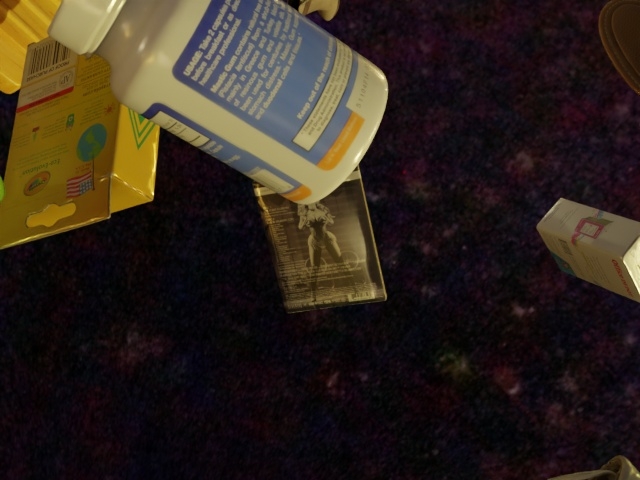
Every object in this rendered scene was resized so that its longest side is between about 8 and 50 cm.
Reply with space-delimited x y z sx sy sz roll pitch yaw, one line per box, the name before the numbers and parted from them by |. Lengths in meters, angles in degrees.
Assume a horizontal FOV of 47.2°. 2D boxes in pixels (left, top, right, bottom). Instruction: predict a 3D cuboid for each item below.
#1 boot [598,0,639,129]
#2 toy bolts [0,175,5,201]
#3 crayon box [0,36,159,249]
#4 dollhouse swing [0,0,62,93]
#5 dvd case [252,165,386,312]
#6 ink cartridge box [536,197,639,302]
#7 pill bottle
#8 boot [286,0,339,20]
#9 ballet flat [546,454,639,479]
boot | 0.480 -0.199 1.009 0.283 0.109 0.220 43 7 9
toy bolts | -0.408 -0.128 0.646 0.228 0.158 0.218 -5 31 -16
crayon box | -0.312 -0.139 0.963 0.081 0.202 0.318 36 48 -53
dollhouse swing | -0.373 -0.304 0.969 0.315 0.347 0.305 45 27 -45
dvd case | 0.000 0.000 1.119 0.164 0.221 0.018 -9 19 14
ink cartridge box | 0.323 0.011 0.840 0.052 0.088 0.122 -47 35 -9
pill bottle | -0.088 -0.157 0.648 0.272 0.152 0.152 30 42 -24
boot | -0.014 -0.334 1.024 0.042 0.118 0.087 31 65 20
ballet flat | 0.194 0.267 0.658 0.248 0.086 0.086 -22 60 -14
